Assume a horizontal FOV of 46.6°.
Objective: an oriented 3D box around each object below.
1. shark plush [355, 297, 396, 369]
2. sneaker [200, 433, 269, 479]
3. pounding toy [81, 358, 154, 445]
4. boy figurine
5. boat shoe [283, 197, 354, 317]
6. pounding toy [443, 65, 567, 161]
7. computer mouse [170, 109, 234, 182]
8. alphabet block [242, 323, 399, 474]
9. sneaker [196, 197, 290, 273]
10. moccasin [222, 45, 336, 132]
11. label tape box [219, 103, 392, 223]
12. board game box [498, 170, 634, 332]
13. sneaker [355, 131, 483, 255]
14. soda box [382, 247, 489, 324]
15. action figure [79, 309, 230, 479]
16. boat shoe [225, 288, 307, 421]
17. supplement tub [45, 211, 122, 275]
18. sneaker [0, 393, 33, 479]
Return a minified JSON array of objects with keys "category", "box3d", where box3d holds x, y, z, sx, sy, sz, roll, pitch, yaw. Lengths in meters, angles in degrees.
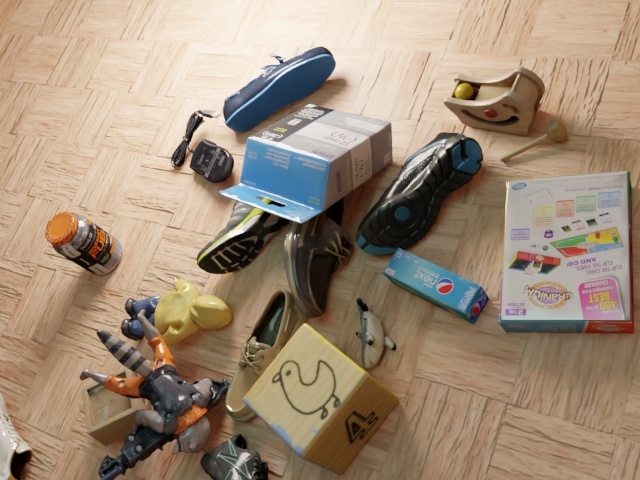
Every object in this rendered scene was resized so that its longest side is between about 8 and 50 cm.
[{"category":"shark plush","box3d":[0.093,0.190,1.582,0.067,0.073,0.161,-49,52,35]},{"category":"sneaker","box3d":[-0.151,0.484,1.500,0.106,0.101,0.267,-41,37,-14]},{"category":"pounding toy","box3d":[-0.445,0.352,1.753,0.206,0.094,0.181,-26,50,2]},{"category":"boy figurine","box3d":[-0.342,0.170,1.791,0.285,0.092,0.177,-10,60,22]},{"category":"boat shoe","box3d":[0.000,0.000,1.680,0.130,0.132,0.355,-11,60,20]},{"category":"pounding toy","box3d":[0.390,-0.275,1.610,0.270,0.154,0.154,17,73,33]},{"category":"computer mouse","box3d":[-0.289,-0.253,2.001,0.262,0.060,0.184,23,90,44]},{"category":"alphabet block","box3d":[0.004,0.315,1.473,0.192,0.193,0.197,35,83,34]},{"category":"sneaker","box3d":[-0.185,-0.036,1.824,0.300,0.111,0.121,-40,43,-4]},{"category":"moccasin","box3d":[-0.126,-0.424,1.965,0.342,0.138,0.116,-27,57,11]},{"category":"label tape box","box3d":[-0.031,-0.187,1.703,0.249,0.115,0.348,20,38,33]},{"category":"board game box","box3d":[0.483,0.023,1.460,0.242,0.064,0.316,-2,64,26]},{"category":"sneaker","box3d":[0.211,-0.103,1.657,0.341,0.125,0.139,-43,26,4]},{"category":"soda box","box3d":[0.238,0.093,1.544,0.210,0.071,0.067,27,80,35]},{"category":"action figure","box3d":[-0.376,0.350,1.588,0.330,0.178,0.341,37,63,18]},{"category":"boat shoe","box3d":[-0.133,0.249,1.636,0.109,0.098,0.302,20,75,34]},{"category":"supplement tub","box3d":[-0.624,0.006,1.961,0.117,0.190,0.117,-12,61,22]},{"category":"sneaker","box3d":[-0.773,0.501,1.847,0.123,0.106,0.290,-18,59,-2]}]
